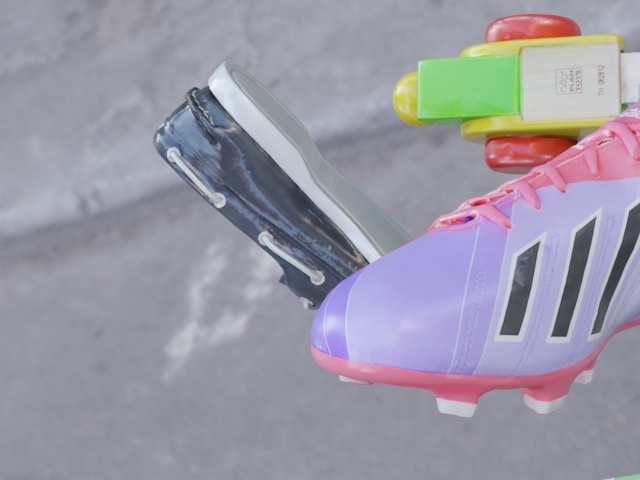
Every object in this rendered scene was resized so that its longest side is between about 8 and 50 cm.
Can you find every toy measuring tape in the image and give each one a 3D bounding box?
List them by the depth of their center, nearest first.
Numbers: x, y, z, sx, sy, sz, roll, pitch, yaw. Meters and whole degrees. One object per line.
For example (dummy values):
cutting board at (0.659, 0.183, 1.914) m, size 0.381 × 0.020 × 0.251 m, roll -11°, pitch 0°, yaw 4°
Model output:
toy measuring tape at (0.210, -0.104, 1.371) m, size 0.330 × 0.121 × 0.121 m, roll -1°, pitch 48°, yaw 25°

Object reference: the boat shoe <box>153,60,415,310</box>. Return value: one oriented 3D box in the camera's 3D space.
boat shoe at (0.000, 0.000, 1.500) m, size 0.091 × 0.302 × 0.114 m, roll -42°, pitch 1°, yaw 15°

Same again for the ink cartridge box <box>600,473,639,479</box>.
ink cartridge box at (0.261, 0.328, 1.757) m, size 0.160 × 0.092 × 0.219 m, roll -22°, pitch 36°, yaw 54°

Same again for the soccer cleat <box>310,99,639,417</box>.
soccer cleat at (0.092, -0.004, 0.674) m, size 0.248 × 0.095 × 0.083 m, roll -10°, pitch 17°, yaw -40°
